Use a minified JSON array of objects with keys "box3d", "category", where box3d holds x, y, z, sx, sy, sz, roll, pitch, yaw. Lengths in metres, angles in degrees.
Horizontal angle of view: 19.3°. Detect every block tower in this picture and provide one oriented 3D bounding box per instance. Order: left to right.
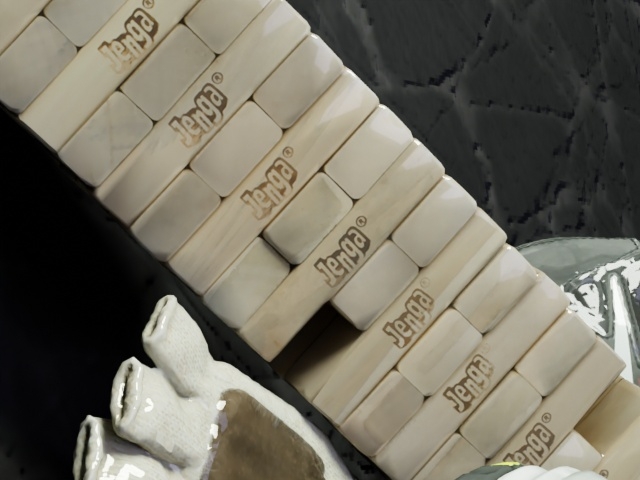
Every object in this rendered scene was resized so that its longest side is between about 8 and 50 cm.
[{"box3d":[0.000,0.000,0.659,0.335,0.091,0.097,44,86,-21],"category":"block tower"}]

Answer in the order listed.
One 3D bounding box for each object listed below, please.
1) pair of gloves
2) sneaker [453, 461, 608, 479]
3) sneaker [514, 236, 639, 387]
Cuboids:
[{"box3d":[-0.025,0.161,0.584,0.204,0.042,0.240,44,48,-36],"category":"pair of gloves"},{"box3d":[0.109,0.264,0.585,0.145,0.147,0.385,-20,106,-54],"category":"sneaker"},{"box3d":[0.132,0.121,0.810,0.097,0.135,0.276,175,-102,-86],"category":"sneaker"}]
